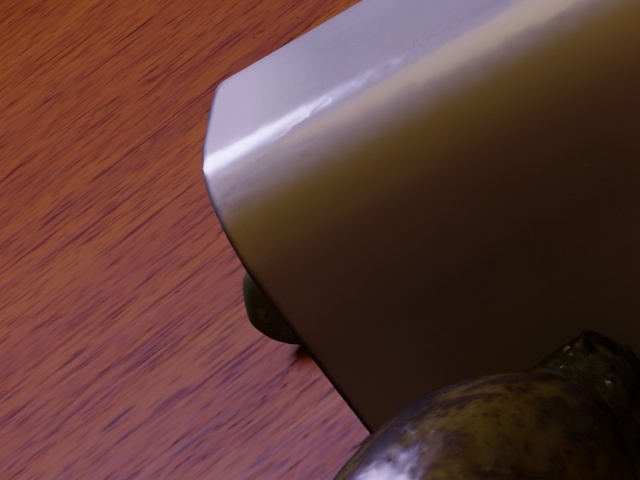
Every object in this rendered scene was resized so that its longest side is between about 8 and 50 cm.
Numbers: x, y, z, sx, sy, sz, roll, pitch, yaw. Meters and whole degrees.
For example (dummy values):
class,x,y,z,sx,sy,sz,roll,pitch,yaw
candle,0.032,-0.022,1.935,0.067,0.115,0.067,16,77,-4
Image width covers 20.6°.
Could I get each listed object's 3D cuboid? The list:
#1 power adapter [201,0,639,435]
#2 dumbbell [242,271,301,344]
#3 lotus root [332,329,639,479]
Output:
class,x,y,z,sx,sy,sz,roll,pitch,yaw
power adapter,0.112,-0.029,0.627,0.255,0.187,0.124,-27,26,18
dumbbell,0.000,0.000,0.889,0.046,0.052,0.118,3,40,22
lotus root,0.047,0.112,0.538,0.120,0.120,0.209,-10,40,45
